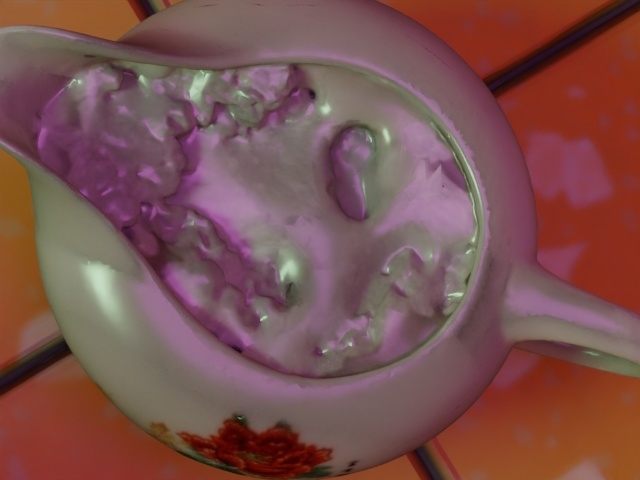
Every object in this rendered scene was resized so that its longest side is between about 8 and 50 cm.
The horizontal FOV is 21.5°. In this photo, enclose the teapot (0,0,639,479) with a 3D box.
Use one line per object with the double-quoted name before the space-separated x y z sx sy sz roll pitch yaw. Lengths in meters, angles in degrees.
"teapot" 0.000 0.000 0.496 0.226 0.092 0.145 18 81 -11
